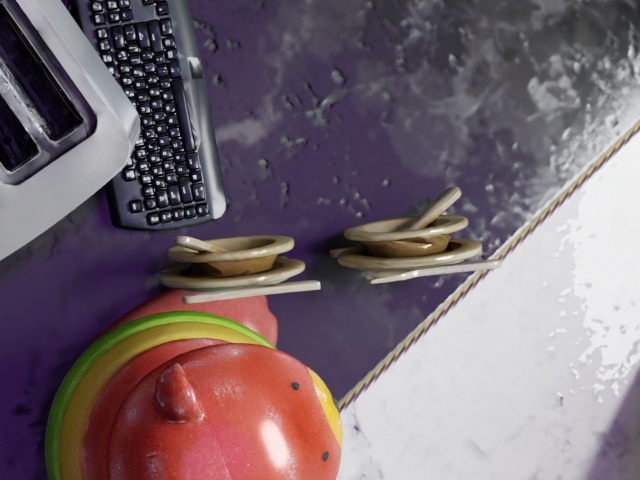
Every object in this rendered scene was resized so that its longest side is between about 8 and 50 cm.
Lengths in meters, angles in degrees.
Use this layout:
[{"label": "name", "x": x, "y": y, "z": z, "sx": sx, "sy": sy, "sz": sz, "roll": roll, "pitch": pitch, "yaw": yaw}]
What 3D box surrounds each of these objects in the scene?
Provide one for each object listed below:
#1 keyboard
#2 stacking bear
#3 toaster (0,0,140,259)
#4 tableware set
[{"label": "keyboard", "x": -0.119, "y": -0.099, "z": 1.150, "sx": 0.100, "sy": 0.038, "sz": 0.192, "roll": -12, "pitch": 87, "yaw": -10}, {"label": "stacking bear", "x": -0.065, "y": 0.112, "z": 1.016, "sx": 0.164, "sy": 0.289, "sz": 0.175, "roll": -18, "pitch": 89, "yaw": -11}, {"label": "toaster", "x": -0.205, "y": -0.068, "z": 1.066, "sx": 0.168, "sy": 0.110, "sz": 0.186, "roll": -33, "pitch": 102, "yaw": 3}, {"label": "tableware set", "x": 0.000, "y": 0.000, "z": 1.114, "sx": 0.194, "sy": 0.128, "sz": 0.039, "roll": -6, "pitch": 98, "yaw": -10}]
